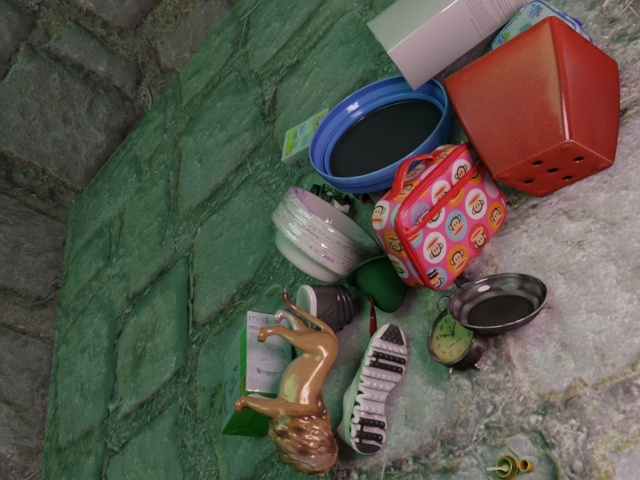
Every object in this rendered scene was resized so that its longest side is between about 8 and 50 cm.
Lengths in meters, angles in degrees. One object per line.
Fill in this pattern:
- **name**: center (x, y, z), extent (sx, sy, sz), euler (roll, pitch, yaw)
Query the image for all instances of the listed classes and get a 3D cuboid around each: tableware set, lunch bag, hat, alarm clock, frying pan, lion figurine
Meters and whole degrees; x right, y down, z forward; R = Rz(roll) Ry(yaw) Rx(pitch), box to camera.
- **tableware set**: center (0.332, 0.458, 1.342), extent (0.154, 0.024, 0.104), euler (-58, 35, 6)
- **lunch bag**: center (0.503, -0.442, 1.678), extent (0.176, 0.090, 0.219), euler (-50, 36, 19)
- **hat**: center (0.162, 0.154, 1.700), extent (0.173, 0.208, 0.183), euler (-14, 66, 1)
- **alarm clock**: center (0.285, 0.191, 1.552), extent (0.129, 0.064, 0.192), euler (-43, 41, 27)
- **frying pan**: center (0.305, 0.119, 1.501), extent (0.326, 0.053, 0.197), euler (6, 33, 46)
- **lion figurine**: center (-0.041, 0.318, 1.679), extent (0.240, 0.142, 0.392), euler (13, 79, 13)
- **lunch bag**: center (0.245, -0.068, 1.549), extent (0.293, 0.258, 0.120), euler (-44, 27, -25)

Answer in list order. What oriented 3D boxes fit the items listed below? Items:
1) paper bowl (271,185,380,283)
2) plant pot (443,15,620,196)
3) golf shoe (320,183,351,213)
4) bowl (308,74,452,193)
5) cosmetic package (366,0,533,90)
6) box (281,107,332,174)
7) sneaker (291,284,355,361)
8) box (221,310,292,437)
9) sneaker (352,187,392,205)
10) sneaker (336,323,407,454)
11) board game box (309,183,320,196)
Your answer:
- **paper bowl**: center (0.000, 0.000, 1.864), extent (0.148, 0.284, 0.284), euler (-56, 34, 12)
- **plant pot**: center (0.447, -0.242, 1.488), extent (0.267, 0.267, 0.236), euler (-27, 60, 41)
- **golf shoe**: center (0.039, -0.107, 2.086), extent (0.198, 0.094, 0.077), euler (-95, 16, -71)
- **bowl**: center (0.158, -0.277, 1.922), extent (0.391, 0.077, 0.391), euler (-20, 41, 18)
- **cosmetic package**: center (0.323, -0.583, 1.888), extent (0.365, 0.155, 0.197), euler (-35, 40, 15)
- **box**: center (-0.011, -0.300, 2.244), extent (0.203, 0.103, 0.114), euler (-21, 52, 44)
- **sneaker**: center (0.013, 0.238, 1.856), extent (0.104, 0.147, 0.296), euler (38, 129, 51)
- **box**: center (-0.165, 0.349, 1.914), extent (0.262, 0.127, 0.231), euler (120, 154, -48)
- **sneaker**: center (0.108, -0.163, 2.003), extent (0.271, 0.100, 0.108), euler (31, 98, 56)
- **sneaker**: center (0.108, 0.326, 1.664), extent (0.118, 0.110, 0.292), euler (-3, 65, 63)
- **board game box**: center (-0.040, -0.065, 2.115), extent (0.186, 0.026, 0.126), euler (120, 162, -63)
